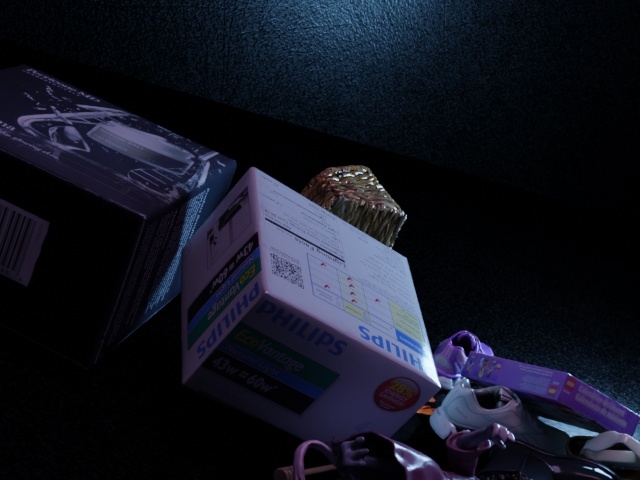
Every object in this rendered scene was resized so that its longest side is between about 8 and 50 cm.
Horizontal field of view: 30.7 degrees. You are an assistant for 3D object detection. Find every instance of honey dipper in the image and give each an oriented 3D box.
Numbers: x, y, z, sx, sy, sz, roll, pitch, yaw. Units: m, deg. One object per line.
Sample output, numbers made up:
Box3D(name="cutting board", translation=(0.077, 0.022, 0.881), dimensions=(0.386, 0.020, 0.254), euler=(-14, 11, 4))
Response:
Box3D(name="honey dipper", translation=(-0.012, 0.359, 1.817), dimensions=(0.030, 0.030, 0.161), euler=(36, 21, 32))

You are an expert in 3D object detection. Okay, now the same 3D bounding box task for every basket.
Box3D(name="basket", translation=(0.000, 0.000, 2.372), dimensions=(0.213, 0.299, 0.223), euler=(11, 25, -26))

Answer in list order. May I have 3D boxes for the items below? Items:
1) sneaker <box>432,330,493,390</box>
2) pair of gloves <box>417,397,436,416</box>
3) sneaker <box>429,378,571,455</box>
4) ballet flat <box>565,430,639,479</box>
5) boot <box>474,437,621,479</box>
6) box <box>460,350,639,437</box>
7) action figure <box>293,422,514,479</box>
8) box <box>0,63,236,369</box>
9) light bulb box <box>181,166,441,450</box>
Box3D(name="sneaker", translation=(0.298, 0.233, 2.380), dimensions=(0.095, 0.104, 0.236), euler=(31, 20, 27))
Box3D(name="pair of gloves", translation=(0.195, 0.308, 2.205), dimensions=(0.074, 0.010, 0.083), euler=(13, 21, -25))
Box3D(name="sneaker", translation=(0.351, 0.337, 2.145), dimensions=(0.292, 0.118, 0.110), euler=(17, 18, -20))
Box3D(name="ballet flat", translation=(0.573, 0.385, 2.036), dimensions=(0.342, 0.116, 0.124), euler=(-3, -48, 47))
Box3D(name="boot", translation=(0.387, 0.425, 1.975), dimensions=(0.246, 0.094, 0.207), euler=(20, 15, 12))
Box3D(name="box", translation=(0.429, 0.291, 2.197), dimensions=(0.201, 0.057, 0.293), euler=(30, -11, -27))
Box3D(name="action figure", translation=(0.175, 0.412, 1.753), dimensions=(0.276, 0.248, 0.370), euler=(-15, -21, 35))
Box3D(name="box", translation=(-0.469, -0.067, 2.048), dimensions=(0.480, 0.297, 0.472), euler=(25, 17, 6))
Box3D(name="light bulb box", translation=(-0.027, 0.124, 1.927), dimensions=(0.358, 0.225, 0.361), euler=(30, 27, -24))
